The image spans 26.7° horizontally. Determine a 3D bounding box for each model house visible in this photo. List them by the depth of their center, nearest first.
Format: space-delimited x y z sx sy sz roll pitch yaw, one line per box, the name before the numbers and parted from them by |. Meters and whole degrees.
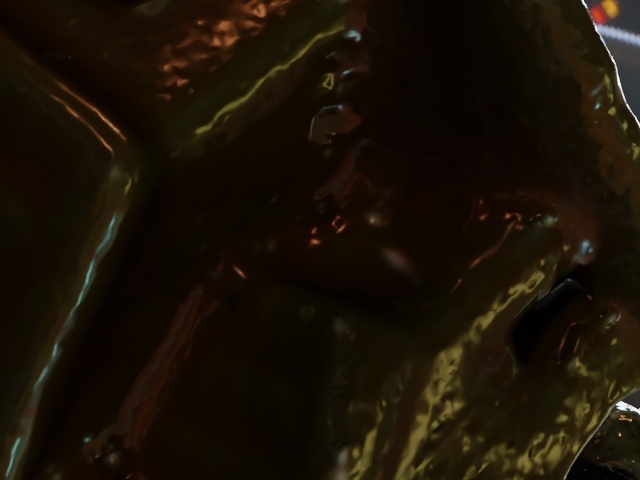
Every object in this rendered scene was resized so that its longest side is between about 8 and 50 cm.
model house | -0.042 0.001 0.390 0.268 0.239 0.173 38 -23 15

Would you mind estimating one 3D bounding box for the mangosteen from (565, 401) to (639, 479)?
mangosteen | 0.129 0.187 0.858 0.243 0.243 0.243 47 22 -26
